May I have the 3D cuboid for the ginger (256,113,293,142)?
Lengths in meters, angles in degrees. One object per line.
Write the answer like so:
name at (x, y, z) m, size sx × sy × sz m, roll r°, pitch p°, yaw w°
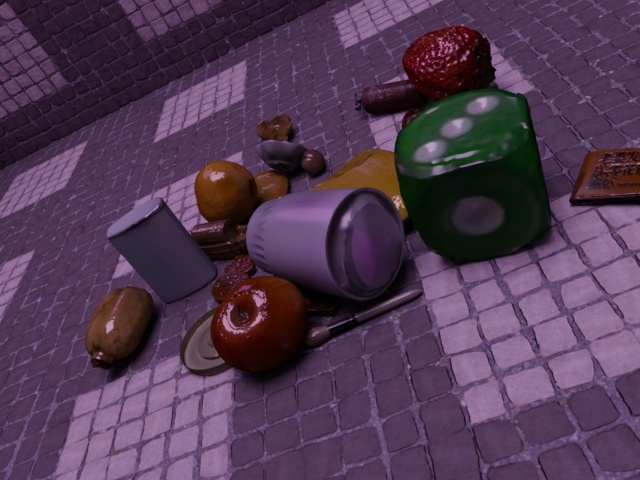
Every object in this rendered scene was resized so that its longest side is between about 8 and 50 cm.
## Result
ginger at (-0.159, -0.387, 2.267) m, size 0.147 × 0.081 × 0.334 m, roll -32°, pitch 33°, yaw 6°

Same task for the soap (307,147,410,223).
soap at (0.123, -0.143, 1.719) m, size 0.306 × 0.115 × 0.427 m, roll -38°, pitch 35°, yaw -15°

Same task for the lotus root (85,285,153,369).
lotus root at (-0.574, 0.240, 1.741) m, size 0.160 × 0.146 × 0.284 m, roll -30°, pitch 33°, yaw 35°

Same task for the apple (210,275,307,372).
apple at (-0.145, 0.189, 1.418) m, size 0.210 × 0.173 × 0.235 m, roll 23°, pitch 85°, yaw 32°

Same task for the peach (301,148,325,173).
peach at (-0.023, -0.257, 2.003) m, size 0.083 × 0.083 × 0.083 m, roll -20°, pitch 36°, yaw 15°

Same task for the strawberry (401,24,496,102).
strawberry at (0.382, -0.534, 1.892) m, size 0.288 × 0.250 × 0.239 m, roll 24°, pitch 62°, yaw 25°

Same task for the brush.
brush at (0.096, 0.178, 1.415) m, size 0.299 × 0.039 × 0.042 m, roll -22°, pitch 39°, yaw 7°

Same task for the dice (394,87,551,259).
dice at (0.353, -0.150, 1.403) m, size 0.296 × 0.287 × 0.300 m, roll -15°, pitch 38°, yaw 23°

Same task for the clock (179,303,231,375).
clock at (-0.259, 0.247, 1.593) m, size 0.234 × 0.029 × 0.235 m, roll -20°, pitch 36°, yaw 15°

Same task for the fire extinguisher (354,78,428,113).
fire extinguisher at (0.226, -0.490, 2.091) m, size 0.268 × 0.105 × 0.105 m, roll -3°, pitch 43°, yaw 33°

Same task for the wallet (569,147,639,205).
wallet at (0.673, -0.145, 1.370) m, size 0.195 × 0.042 × 0.161 m, roll 3°, pitch 47°, yaw 39°

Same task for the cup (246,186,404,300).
cup at (0.000, 0.000, 1.492) m, size 0.371 × 0.253 × 0.253 m, roll 4°, pitch 47°, yaw 48°

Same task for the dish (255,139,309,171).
dish at (-0.126, -0.274, 2.054) m, size 0.190 × 0.190 × 0.066 m, roll 0°, pitch 78°, yaw 37°

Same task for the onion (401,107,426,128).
onion at (0.301, -0.354, 1.876) m, size 0.107 × 0.097 × 0.107 m, roll -9°, pitch 70°, yaw 25°

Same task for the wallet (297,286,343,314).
wallet at (-0.022, 0.147, 1.544) m, size 0.176 × 0.026 × 0.095 m, roll -1°, pitch 39°, yaw 33°

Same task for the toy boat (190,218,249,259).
toy boat at (-0.321, -0.007, 1.882) m, size 0.310 × 0.115 × 0.089 m, roll -3°, pitch 46°, yaw 34°

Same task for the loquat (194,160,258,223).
loquat at (-0.299, -0.150, 1.930) m, size 0.207 × 0.208 × 0.208 m, roll -20°, pitch 36°, yaw 15°

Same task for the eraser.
eraser at (-0.455, 0.034, 1.778) m, size 0.189 × 0.290 × 0.104 m, roll -30°, pitch 33°, yaw 3°

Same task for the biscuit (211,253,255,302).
biscuit at (-0.242, 0.109, 1.756) m, size 0.124 × 0.026 × 0.175 m, roll -4°, pitch 43°, yaw 32°

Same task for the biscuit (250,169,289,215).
biscuit at (-0.191, -0.158, 2.040) m, size 0.203 × 0.041 × 0.260 m, roll -40°, pitch 34°, yaw -13°
